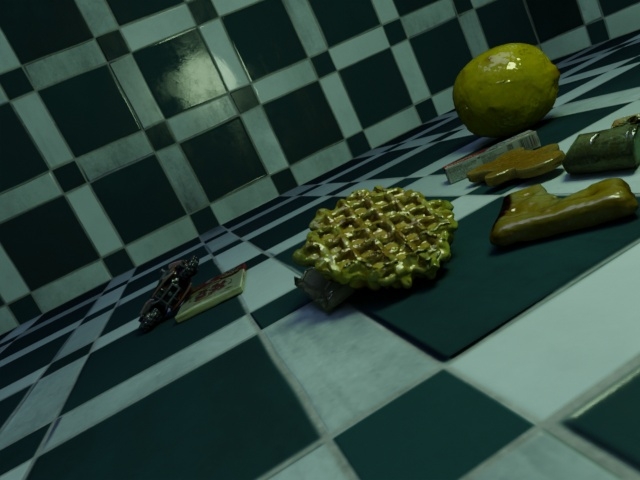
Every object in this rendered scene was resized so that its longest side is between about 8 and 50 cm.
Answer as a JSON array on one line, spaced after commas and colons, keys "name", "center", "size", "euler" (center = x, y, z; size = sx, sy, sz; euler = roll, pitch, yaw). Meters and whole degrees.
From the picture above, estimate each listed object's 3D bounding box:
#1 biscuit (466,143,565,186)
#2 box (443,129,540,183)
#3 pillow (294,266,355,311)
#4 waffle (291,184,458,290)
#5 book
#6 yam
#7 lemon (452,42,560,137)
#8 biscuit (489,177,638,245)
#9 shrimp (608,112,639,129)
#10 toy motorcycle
[{"name": "biscuit", "center": [0.391, -0.145, 0.968], "size": [0.158, 0.035, 0.240], "euler": [-28, 11, -1]}, {"name": "box", "center": [0.401, -0.197, 1.163], "size": [0.218, 0.040, 0.055], "euler": [-23, 13, 13]}, {"name": "pillow", "center": [0.065, 0.037, 0.797], "size": [0.208, 0.053, 0.119], "euler": [-29, 22, -16]}, {"name": "waffle", "center": [0.088, -0.015, 0.755], "size": [0.243, 0.059, 0.238], "euler": [9, 42, 27]}, {"name": "book", "center": [-0.256, 0.120, 1.183], "size": [0.162, 0.022, 0.232], "euler": [-27, 11, -1]}, {"name": "yam", "center": [0.440, -0.142, 0.774], "size": [0.069, 0.070, 0.146], "euler": [-29, 14, -19]}, {"name": "lemon", "center": [0.514, -0.417, 1.378], "size": [0.260, 0.260, 0.284], "euler": [-33, 36, -33]}, {"name": "biscuit", "center": [0.331, -0.050, 0.681], "size": [0.183, 0.039, 0.174], "euler": [-16, 13, 36]}, {"name": "shrimp", "center": [0.587, -0.221, 0.922], "size": [0.127, 0.025, 0.091], "euler": [-29, 13, -29]}, {"name": "toy motorcycle", "center": [-0.365, 0.123, 1.185], "size": [0.212, 0.084, 0.118], "euler": [-55, 21, -11]}]
